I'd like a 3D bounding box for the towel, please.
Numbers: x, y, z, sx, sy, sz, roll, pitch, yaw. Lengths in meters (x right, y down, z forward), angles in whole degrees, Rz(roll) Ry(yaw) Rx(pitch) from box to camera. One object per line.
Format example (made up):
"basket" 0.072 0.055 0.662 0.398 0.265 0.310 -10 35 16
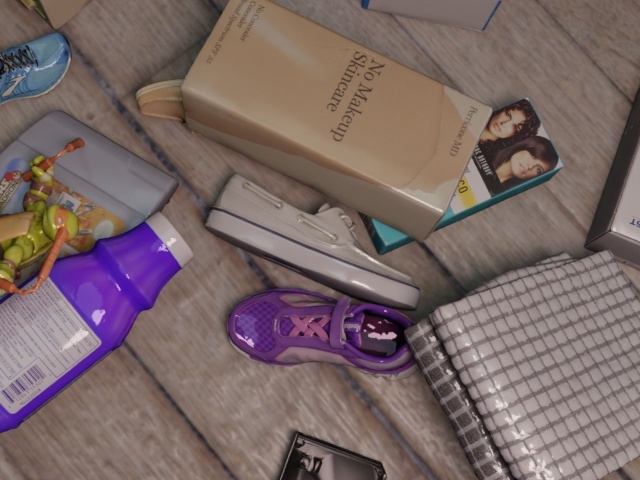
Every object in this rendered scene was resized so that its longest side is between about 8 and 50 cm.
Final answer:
"towel" 0.254 0.147 0.999 0.283 0.121 0.235 -17 70 -35

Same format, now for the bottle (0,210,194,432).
"bottle" -0.265 0.079 0.971 0.283 0.092 0.118 -40 88 -12

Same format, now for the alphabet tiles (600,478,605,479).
"alphabet tiles" 0.303 0.376 0.991 0.237 0.009 0.198 38 72 6

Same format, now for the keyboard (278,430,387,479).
"keyboard" -0.064 0.369 1.008 0.201 0.033 0.317 22 76 -6

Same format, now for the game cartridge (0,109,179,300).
"game cartridge" -0.326 0.003 1.057 0.198 0.062 0.297 31 77 -2

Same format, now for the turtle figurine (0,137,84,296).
"turtle figurine" -0.343 -0.007 0.969 0.217 0.087 0.270 -12 40 7

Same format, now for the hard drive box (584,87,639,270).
"hard drive box" 0.454 -0.070 1.113 0.181 0.089 0.232 23 77 1

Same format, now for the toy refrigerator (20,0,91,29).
"toy refrigerator" -0.395 -0.393 1.112 0.094 0.102 0.269 -44 85 -12

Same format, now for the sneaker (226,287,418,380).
"sneaker" 0.011 0.101 1.035 0.236 0.104 0.095 8 79 -2

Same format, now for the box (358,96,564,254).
"box" 0.162 -0.078 1.107 0.244 0.060 0.101 -24 81 -9

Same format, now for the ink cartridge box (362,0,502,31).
"ink cartridge box" 0.158 -0.413 1.123 0.168 0.171 0.233 10 77 -2

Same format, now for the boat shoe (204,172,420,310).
"boat shoe" 0.000 0.000 1.065 0.267 0.096 0.088 22 80 10

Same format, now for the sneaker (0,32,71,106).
"sneaker" -0.372 -0.200 1.085 0.162 0.073 0.063 -33 82 -10

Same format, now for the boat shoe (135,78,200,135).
"boat shoe" -0.139 -0.156 1.099 0.169 0.063 0.059 0 72 -5

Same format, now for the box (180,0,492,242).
"box" 0.015 -0.137 1.016 0.311 0.121 0.148 25 75 2
